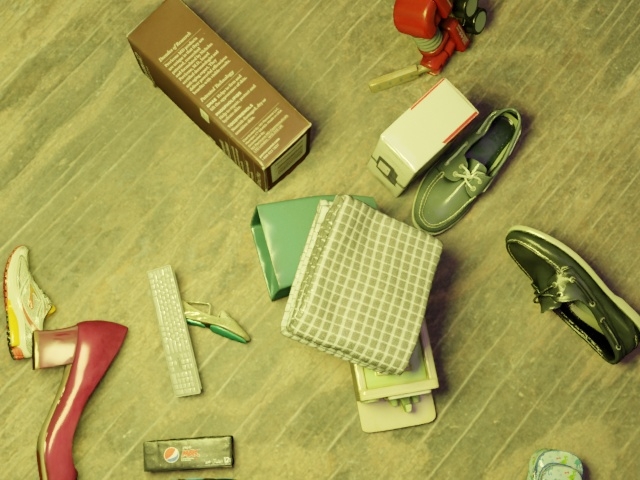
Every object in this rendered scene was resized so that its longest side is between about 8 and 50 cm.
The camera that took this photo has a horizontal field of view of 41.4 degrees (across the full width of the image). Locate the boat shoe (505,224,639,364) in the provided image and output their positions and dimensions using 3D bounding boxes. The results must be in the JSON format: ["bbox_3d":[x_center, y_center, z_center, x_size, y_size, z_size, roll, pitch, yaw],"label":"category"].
[{"bbox_3d":[0.483,0.113,1.667,0.340,0.127,0.113,43,69,-3],"label":"boat shoe"}]

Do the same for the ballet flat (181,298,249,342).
[{"bbox_3d":[-0.214,0.154,1.675,0.168,0.057,0.052,19,70,2],"label":"ballet flat"}]

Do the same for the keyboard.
[{"bbox_3d":[-0.288,0.178,1.655,0.072,0.014,0.255,-16,86,31],"label":"keyboard"}]

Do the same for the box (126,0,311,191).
[{"bbox_3d":[-0.197,-0.288,1.690,0.143,0.191,0.381,-43,83,-9],"label":"box"}]

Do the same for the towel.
[{"bbox_3d":[0.080,0.075,1.520,0.235,0.121,0.283,22,74,-12],"label":"towel"}]

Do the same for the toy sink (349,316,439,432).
[{"bbox_3d":[0.137,0.245,1.628,0.153,0.131,0.234,-9,80,-3],"label":"toy sink"}]

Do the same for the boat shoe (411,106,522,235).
[{"bbox_3d":[0.300,-0.148,1.724,0.116,0.099,0.319,40,81,5],"label":"boat shoe"}]

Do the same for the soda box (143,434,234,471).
[{"bbox_3d":[-0.252,0.408,1.624,0.169,0.053,0.060,-3,79,-3],"label":"soda box"}]

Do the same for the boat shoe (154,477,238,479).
[{"bbox_3d":[-0.267,0.501,1.594,0.259,0.089,0.108,1,92,-7],"label":"boat shoe"}]

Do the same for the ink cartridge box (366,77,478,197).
[{"bbox_3d":[0.192,-0.195,1.661,0.172,0.237,0.100,-43,86,-9],"label":"ink cartridge box"}]

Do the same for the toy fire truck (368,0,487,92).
[{"bbox_3d":[0.198,-0.416,1.726,0.159,0.217,0.246,23,84,32],"label":"toy fire truck"}]

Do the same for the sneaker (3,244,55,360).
[{"bbox_3d":[-0.574,0.120,1.666,0.093,0.088,0.225,-5,79,-23],"label":"sneaker"}]

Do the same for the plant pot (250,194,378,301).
[{"bbox_3d":[0.000,0.000,1.661,0.235,0.165,0.165,-15,80,-12],"label":"plant pot"}]

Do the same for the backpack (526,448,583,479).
[{"bbox_3d":[0.452,0.459,1.621,0.105,0.084,0.114,10,76,-2],"label":"backpack"}]

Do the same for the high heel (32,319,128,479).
[{"bbox_3d":[-0.445,0.343,1.609,0.182,0.127,0.376,-3,91,-24],"label":"high heel"}]
